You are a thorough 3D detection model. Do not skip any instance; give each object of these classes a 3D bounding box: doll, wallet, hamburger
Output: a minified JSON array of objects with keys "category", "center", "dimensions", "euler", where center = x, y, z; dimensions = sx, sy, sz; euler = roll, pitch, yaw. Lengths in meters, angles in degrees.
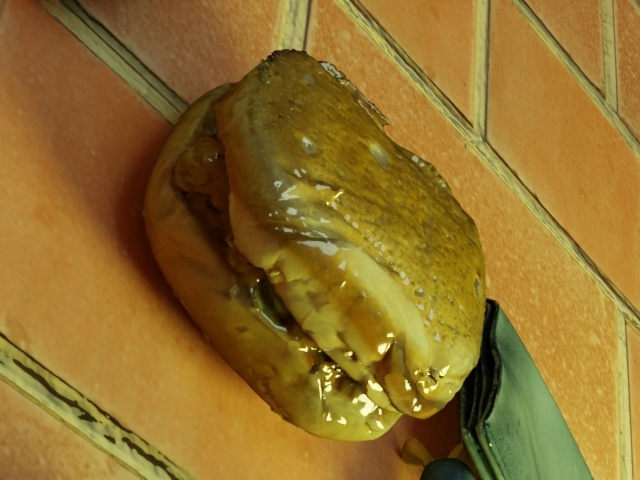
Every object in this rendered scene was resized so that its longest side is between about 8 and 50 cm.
[{"category":"doll","center":[0.111,0.257,1.396],"dimensions":[0.102,0.089,0.179],"euler":[8,41,-10]},{"category":"wallet","center":[0.203,0.211,1.540],"dimensions":[0.251,0.054,0.290],"euler":[61,16,-18]},{"category":"hamburger","center":[0.004,0.003,1.297],"dimensions":[0.304,0.174,0.284],"euler":[53,31,-23]}]
